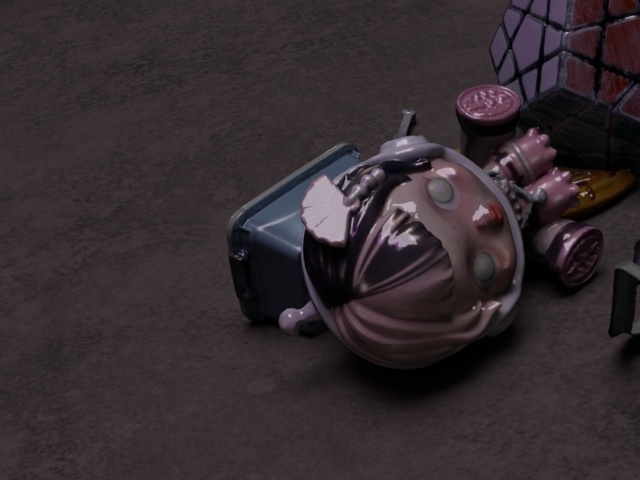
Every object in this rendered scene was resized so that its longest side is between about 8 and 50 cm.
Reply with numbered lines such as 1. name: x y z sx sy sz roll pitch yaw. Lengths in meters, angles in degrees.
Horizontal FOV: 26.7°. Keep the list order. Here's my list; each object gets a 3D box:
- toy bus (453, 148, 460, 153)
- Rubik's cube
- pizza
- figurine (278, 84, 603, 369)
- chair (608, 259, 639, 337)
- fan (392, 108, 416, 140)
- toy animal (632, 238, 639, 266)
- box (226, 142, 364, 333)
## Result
1. toy bus: 0.132 -0.065 1.758 0.226 0.074 0.081 -12 27 22
2. Rubik's cube: 0.382 -0.241 1.766 0.319 0.264 0.319 -12 28 6
3. pizza: 0.306 -0.074 1.741 0.184 0.036 0.176 -14 28 1
4. figurine: 0.137 0.008 1.502 0.361 0.211 0.253 -30 75 -40
5. chair: 0.410 0.071 1.298 0.203 0.191 0.275 -20 36 -13
6. fan: 0.113 -0.121 1.941 0.057 0.023 0.282 -6 30 19
7. toy animal: 0.435 -0.002 1.540 0.105 0.070 0.202 24 39 37
8. box: 0.000 0.000 1.631 0.130 0.162 0.227 26 47 38
